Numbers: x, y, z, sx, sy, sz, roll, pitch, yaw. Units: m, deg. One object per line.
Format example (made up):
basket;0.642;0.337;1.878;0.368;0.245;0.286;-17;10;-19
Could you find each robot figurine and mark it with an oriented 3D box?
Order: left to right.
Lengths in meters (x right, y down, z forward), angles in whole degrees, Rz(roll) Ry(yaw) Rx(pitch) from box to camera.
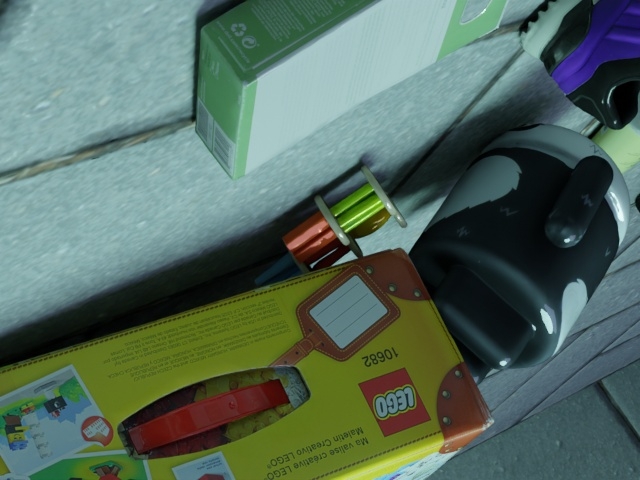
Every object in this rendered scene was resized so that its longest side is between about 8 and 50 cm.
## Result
robot figurine;0.186;0.008;1.716;0.278;0.209;0.173;-53;137;-34

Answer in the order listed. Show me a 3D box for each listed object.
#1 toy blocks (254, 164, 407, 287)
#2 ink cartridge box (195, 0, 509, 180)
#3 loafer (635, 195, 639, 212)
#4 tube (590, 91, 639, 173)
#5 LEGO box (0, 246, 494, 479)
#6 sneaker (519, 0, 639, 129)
toy blocks;0.000;0.000;1.614;0.148;0.054;0.123;-34;166;4
ink cartridge box;0.027;-0.144;1.206;0.235;0.056;0.171;-33;166;-15
loafer;0.479;-0.057;2.456;0.061;0.062;0.170;-37;167;-8
tube;0.324;-0.091;2.022;0.070;0.062;0.240;14;155;-13
LEGO box;-0.156;0.224;1.607;0.500;0.193;0.372;-16;160;-32
sneaker;0.308;-0.199;1.448;0.102;0.146;0.293;-16;157;-51
